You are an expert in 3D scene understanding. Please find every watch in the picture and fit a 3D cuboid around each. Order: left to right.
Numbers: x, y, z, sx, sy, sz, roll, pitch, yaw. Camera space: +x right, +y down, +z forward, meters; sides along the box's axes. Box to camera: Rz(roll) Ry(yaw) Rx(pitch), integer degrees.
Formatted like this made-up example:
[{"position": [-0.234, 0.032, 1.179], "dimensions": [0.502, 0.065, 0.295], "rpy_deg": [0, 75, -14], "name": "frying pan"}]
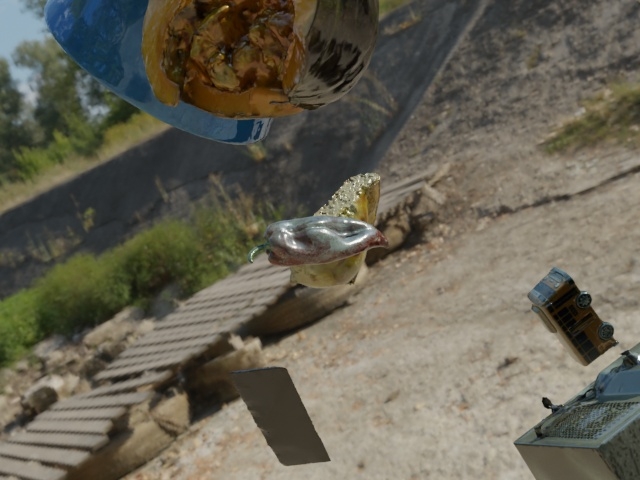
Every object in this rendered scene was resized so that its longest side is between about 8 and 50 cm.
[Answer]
[{"position": [-0.142, -0.243, 0.730], "dimensions": [0.241, 0.305, 0.274], "rpy_deg": [-56, 4, 24], "name": "watch"}]

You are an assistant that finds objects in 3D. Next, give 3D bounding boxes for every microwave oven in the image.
[{"position": [0.572, 0.308, 1.138], "dimensions": [0.432, 0.374, 0.236], "rpy_deg": [-30, -4, -20], "name": "microwave oven"}]

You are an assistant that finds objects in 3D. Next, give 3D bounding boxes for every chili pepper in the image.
[{"position": [0.000, 0.000, 0.751], "dimensions": [0.153, 0.050, 0.041], "rpy_deg": [-6, -11, -18], "name": "chili pepper"}]

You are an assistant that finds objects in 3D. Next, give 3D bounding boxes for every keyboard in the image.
[{"position": [-0.047, 0.224, 0.966], "dimensions": [0.074, 0.196, 0.015], "rpy_deg": [-12, 39, 12], "name": "keyboard"}]

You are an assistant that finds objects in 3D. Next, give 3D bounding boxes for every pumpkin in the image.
[{"position": [-0.029, -0.140, 0.501], "dimensions": [0.107, 0.119, 0.183], "rpy_deg": [-6, 7, -44], "name": "pumpkin"}]

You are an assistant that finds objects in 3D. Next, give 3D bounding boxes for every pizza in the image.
[{"position": [0.036, 0.024, 1.157], "dimensions": [0.080, 0.204, 0.188], "rpy_deg": [28, 49, 25], "name": "pizza"}]

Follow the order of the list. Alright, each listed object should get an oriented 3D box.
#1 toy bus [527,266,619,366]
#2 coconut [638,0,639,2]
[{"position": [0.497, 0.152, 1.524], "dimensions": [0.103, 0.182, 0.091], "rpy_deg": [-38, 15, 2], "name": "toy bus"}, {"position": [0.559, -0.403, 1.226], "dimensions": [0.158, 0.055, 0.133], "rpy_deg": [8, 12, -4], "name": "coconut"}]
